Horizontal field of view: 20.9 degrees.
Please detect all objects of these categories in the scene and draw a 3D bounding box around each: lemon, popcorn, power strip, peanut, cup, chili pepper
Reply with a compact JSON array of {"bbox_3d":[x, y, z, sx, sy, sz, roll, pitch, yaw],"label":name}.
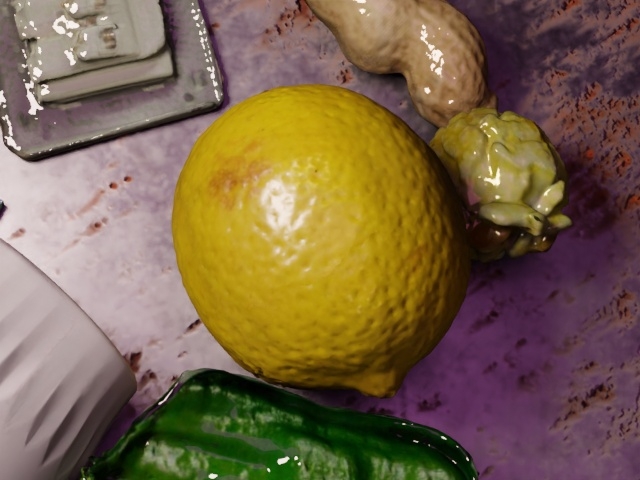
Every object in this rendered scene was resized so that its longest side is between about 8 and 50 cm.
[{"bbox_3d":[-0.001,0.000,1.471,0.267,0.267,0.267,1,76,-6],"label":"lemon"},{"bbox_3d":[0.152,-0.050,1.557,0.141,0.162,0.135,-11,113,27],"label":"popcorn"},{"bbox_3d":[-0.208,-0.193,1.588,0.213,0.064,0.198,-16,81,-11],"label":"power strip"},{"bbox_3d":[0.077,-0.191,1.608,0.228,0.085,0.104,40,85,3],"label":"peanut"},{"bbox_3d":[-0.345,0.181,1.390,0.253,0.253,0.371,41,73,5],"label":"cup"},{"bbox_3d":[-0.051,0.228,1.429,0.385,0.167,0.213,4,59,-21],"label":"chili pepper"}]

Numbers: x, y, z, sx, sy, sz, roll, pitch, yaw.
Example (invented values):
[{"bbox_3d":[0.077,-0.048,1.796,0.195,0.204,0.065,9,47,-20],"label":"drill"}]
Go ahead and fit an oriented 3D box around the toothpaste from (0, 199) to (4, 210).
[{"bbox_3d":[-0.326,-0.044,1.563,0.083,0.017,0.020,27,76,1],"label":"toothpaste"}]
